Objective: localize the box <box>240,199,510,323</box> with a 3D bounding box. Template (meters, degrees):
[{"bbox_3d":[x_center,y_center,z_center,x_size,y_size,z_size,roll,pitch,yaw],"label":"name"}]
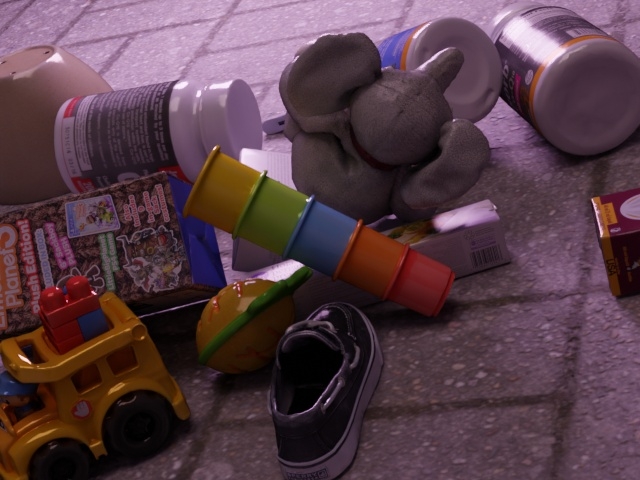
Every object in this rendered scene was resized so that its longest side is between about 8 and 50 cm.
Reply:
[{"bbox_3d":[0.066,0.033,1.803,0.324,0.067,0.063,-18,26,1],"label":"box"}]

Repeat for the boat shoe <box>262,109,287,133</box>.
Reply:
[{"bbox_3d":[-0.044,-0.194,2.344,0.100,0.035,0.035,-15,28,20],"label":"boat shoe"}]

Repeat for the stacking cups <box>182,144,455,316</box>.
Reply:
[{"bbox_3d":[0.000,0.000,1.725,0.316,0.096,0.096,26,32,-3],"label":"stacking cups"}]

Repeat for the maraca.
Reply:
[{"bbox_3d":[-0.075,0.088,1.699,0.127,0.099,0.185,-35,-8,-47],"label":"maraca"}]

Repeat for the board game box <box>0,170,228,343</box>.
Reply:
[{"bbox_3d":[-0.285,0.030,1.826,0.291,0.141,0.232,-14,-6,6],"label":"board game box"}]

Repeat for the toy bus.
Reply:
[{"bbox_3d":[-0.281,0.147,1.632,0.220,0.211,0.149,-27,30,-16],"label":"toy bus"}]

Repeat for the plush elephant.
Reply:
[{"bbox_3d":[0.079,-0.143,1.827,0.255,0.272,0.330,-38,10,41],"label":"plush elephant"}]

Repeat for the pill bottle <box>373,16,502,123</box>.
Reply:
[{"bbox_3d":[0.123,-0.216,2.107,0.152,0.152,0.272,-32,10,-27],"label":"pill bottle"}]

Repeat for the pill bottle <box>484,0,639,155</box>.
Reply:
[{"bbox_3d":[0.327,-0.233,2.054,0.162,0.162,0.278,-20,26,-5],"label":"pill bottle"}]

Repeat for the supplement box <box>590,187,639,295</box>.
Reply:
[{"bbox_3d":[0.407,-0.012,1.667,0.188,0.080,0.104,-12,27,9],"label":"supplement box"}]

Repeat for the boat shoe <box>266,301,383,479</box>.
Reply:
[{"bbox_3d":[-0.003,0.134,1.607,0.108,0.102,0.301,-9,27,16],"label":"boat shoe"}]

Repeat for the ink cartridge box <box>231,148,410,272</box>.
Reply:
[{"bbox_3d":[0.005,-0.032,1.978,0.239,0.060,0.275,8,26,-6],"label":"ink cartridge box"}]

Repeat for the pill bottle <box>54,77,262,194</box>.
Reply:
[{"bbox_3d":[-0.243,-0.156,2.246,0.283,0.161,0.161,-7,28,20],"label":"pill bottle"}]

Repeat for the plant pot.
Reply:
[{"bbox_3d":[-0.461,-0.211,2.452,0.284,0.191,0.284,-14,26,7],"label":"plant pot"}]
